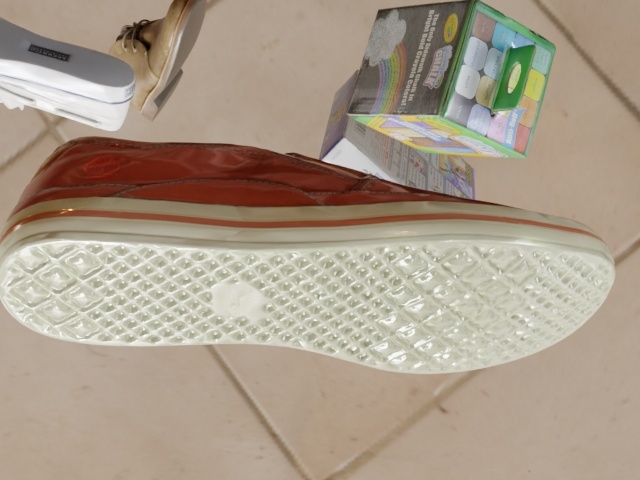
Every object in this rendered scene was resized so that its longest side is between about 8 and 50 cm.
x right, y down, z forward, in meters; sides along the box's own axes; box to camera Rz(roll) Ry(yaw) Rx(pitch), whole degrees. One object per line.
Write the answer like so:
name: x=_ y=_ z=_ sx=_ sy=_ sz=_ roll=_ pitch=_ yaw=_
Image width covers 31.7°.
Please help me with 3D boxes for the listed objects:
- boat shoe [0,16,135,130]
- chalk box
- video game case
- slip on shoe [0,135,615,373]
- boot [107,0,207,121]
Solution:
boat shoe: x=-0.343 y=-0.188 z=1.286 sx=0.258 sy=0.095 sz=0.084 roll=20 pitch=128 yaw=-1
chalk box: x=0.154 y=-0.169 z=1.198 sx=0.213 sy=0.132 sz=0.132 roll=12 pitch=83 yaw=54
video game case: x=0.116 y=-0.104 z=1.615 sx=0.244 sy=0.269 sz=0.061 roll=38 pitch=116 yaw=-13
slip on shoe: x=0.000 y=0.000 z=0.604 sx=0.331 sy=0.123 sz=0.101 roll=4 pitch=46 yaw=-10
boot: x=-0.253 y=-0.284 z=1.669 sx=0.115 sy=0.305 sz=0.112 roll=35 pitch=61 yaw=-7
